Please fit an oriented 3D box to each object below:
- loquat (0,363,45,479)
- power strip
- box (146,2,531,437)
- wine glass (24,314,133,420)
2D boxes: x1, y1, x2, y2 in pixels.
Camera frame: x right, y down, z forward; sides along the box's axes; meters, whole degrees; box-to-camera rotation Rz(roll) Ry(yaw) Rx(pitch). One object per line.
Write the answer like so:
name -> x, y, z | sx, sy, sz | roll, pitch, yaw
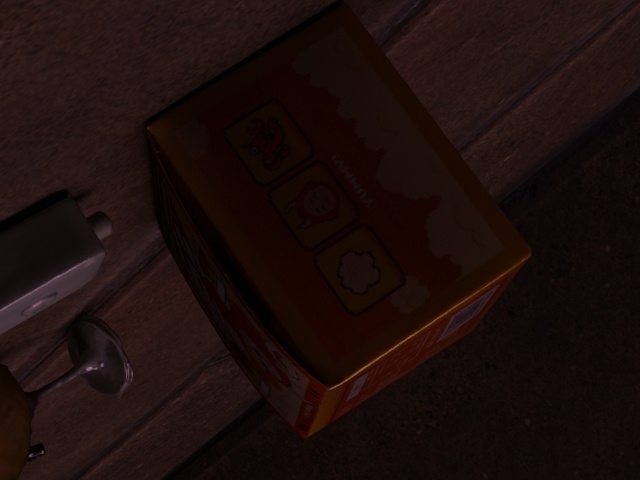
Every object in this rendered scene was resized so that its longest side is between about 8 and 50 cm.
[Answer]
loquat -> -0.337, 0.170, 1.253 | 0.172, 0.149, 0.204 | -40, 155, 31
power strip -> -0.321, 0.078, 1.124 | 0.385, 0.062, 0.091 | -31, 172, -21
box -> 0.000, 0.000, 1.260 | 0.213, 0.260, 0.283 | -34, 169, -13
wine glass -> -0.283, 0.155, 1.475 | 0.183, 0.122, 0.122 | -33, 171, -46
